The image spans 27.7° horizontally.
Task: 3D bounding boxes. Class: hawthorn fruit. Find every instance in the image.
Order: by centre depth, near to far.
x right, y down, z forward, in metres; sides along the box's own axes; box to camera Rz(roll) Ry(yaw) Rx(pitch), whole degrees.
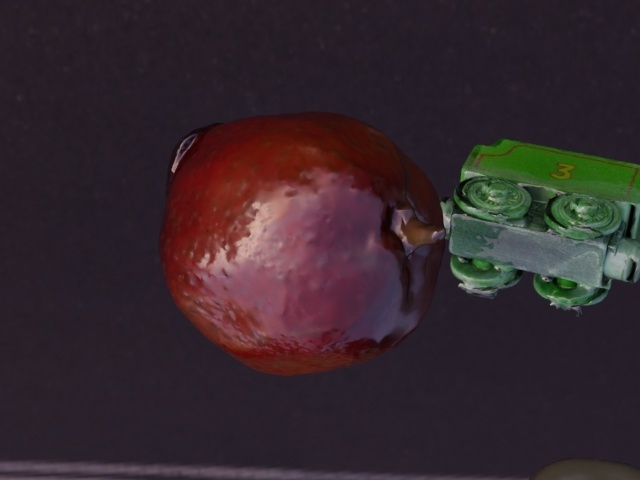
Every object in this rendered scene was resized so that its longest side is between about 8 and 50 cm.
[{"bbox_3d":[0.000,0.000,0.992,0.249,0.215,0.215,-10,155,39],"label":"hawthorn fruit"}]

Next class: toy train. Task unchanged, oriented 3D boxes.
[{"bbox_3d":[0.255,-0.024,1.475,0.243,0.188,0.132,12,126,17],"label":"toy train"}]

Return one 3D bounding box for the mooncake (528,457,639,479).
[{"bbox_3d":[0.365,0.420,1.704,0.275,0.275,0.135,-6,153,-4],"label":"mooncake"}]
